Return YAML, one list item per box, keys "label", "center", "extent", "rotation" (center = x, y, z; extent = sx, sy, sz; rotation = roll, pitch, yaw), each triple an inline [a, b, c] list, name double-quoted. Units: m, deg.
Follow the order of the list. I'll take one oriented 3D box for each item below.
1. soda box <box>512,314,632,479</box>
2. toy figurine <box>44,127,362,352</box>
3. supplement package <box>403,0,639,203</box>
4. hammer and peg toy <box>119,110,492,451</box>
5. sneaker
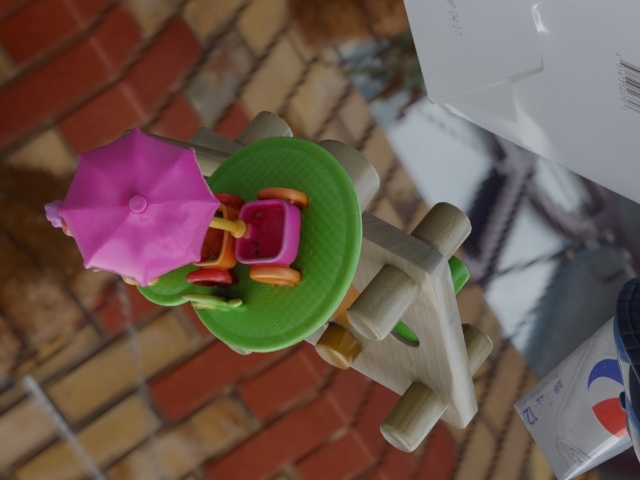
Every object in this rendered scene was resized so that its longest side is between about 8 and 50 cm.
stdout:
- label: "soda box"
  center: [0.291, 0.113, 1.696]
  extent: [0.098, 0.091, 0.286]
  rotation: [-21, 162, -34]
- label: "toy figurine"
  center: [-0.091, -0.012, 1.074]
  extent: [0.173, 0.159, 0.130]
  rotation: [-1, -102, 36]
- label: "supplement package"
  center: [0.162, -0.163, 1.069]
  extent: [0.204, 0.262, 0.145]
  rotation: [28, -110, 26]
- label: "hammer and peg toy"
  center: [0.000, 0.000, 1.543]
  extent: [0.266, 0.361, 0.127]
  rotation: [28, -115, 28]
- label: "sneaker"
  center: [0.207, 0.089, 1.169]
  extent: [0.053, 0.059, 0.144]
  rotation: [0, -124, -4]
